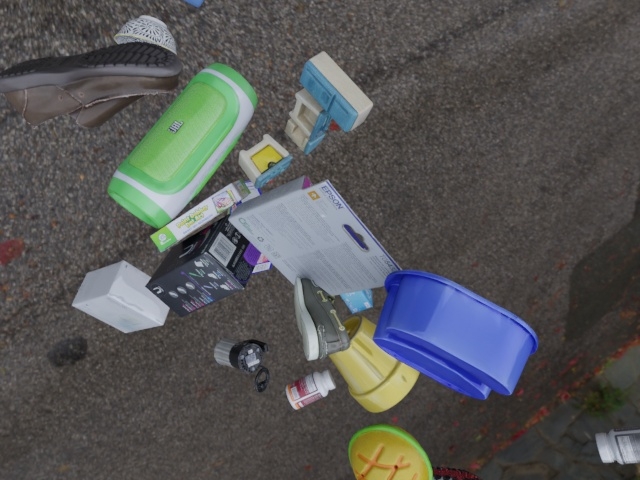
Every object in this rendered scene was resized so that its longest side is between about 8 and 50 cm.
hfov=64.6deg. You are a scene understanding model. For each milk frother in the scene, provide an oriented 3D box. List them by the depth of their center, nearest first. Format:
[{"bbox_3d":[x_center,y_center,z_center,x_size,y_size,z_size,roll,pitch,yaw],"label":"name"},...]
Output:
[{"bbox_3d":[-0.222,0.360,1.471,0.129,0.134,0.143,6,86,-41],"label":"milk frother"}]

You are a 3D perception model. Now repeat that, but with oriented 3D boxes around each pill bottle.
[{"bbox_3d":[0.717,0.472,1.168,0.137,0.078,0.078,-19,143,29],"label":"pill bottle"},{"bbox_3d":[-0.030,0.484,1.660,0.152,0.086,0.086,-25,135,3],"label":"pill bottle"}]

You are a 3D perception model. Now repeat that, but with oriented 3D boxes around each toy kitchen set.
[{"bbox_3d":[-0.036,-0.177,0.862,0.166,0.122,0.207,-39,173,-24],"label":"toy kitchen set"}]

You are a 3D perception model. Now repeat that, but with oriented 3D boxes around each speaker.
[{"bbox_3d":[-0.238,-0.170,0.899,0.297,0.131,0.131,-57,138,-16],"label":"speaker"}]

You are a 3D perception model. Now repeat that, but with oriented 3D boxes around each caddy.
[{"bbox_3d":[0.278,0.185,1.065,0.179,0.341,0.241,-61,178,-24],"label":"caddy"}]

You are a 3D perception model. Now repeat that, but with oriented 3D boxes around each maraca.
[{"bbox_3d":[0.119,0.369,0.799,0.127,0.099,0.186,-28,98,28],"label":"maraca"}]

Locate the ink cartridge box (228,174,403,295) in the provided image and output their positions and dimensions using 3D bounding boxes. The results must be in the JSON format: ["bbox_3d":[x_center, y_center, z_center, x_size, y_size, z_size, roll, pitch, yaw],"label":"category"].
[{"bbox_3d":[0.000,0.000,1.194,0.330,0.071,0.324,-17,126,39],"label":"ink cartridge box"}]

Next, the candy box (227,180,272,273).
[{"bbox_3d":[-0.303,-0.059,2.227,0.122,0.317,0.268,-11,147,-24],"label":"candy box"}]

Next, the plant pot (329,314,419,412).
[{"bbox_3d":[0.155,0.376,1.631,0.254,0.254,0.239,-43,104,7],"label":"plant pot"}]

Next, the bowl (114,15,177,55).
[{"bbox_3d":[-0.464,-0.557,1.379,0.170,0.170,0.080,15,89,-38],"label":"bowl"}]

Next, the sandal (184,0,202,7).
[{"bbox_3d":[-0.242,-0.471,0.884,0.317,0.126,0.138,-9,131,17],"label":"sandal"}]

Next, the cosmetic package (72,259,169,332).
[{"bbox_3d":[-0.664,0.197,1.717,0.224,0.138,0.224,-17,137,34],"label":"cosmetic package"}]

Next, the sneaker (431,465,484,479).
[{"bbox_3d":[0.208,0.516,0.999,0.261,0.104,0.125,12,80,-7],"label":"sneaker"}]

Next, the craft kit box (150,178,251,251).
[{"bbox_3d":[-0.311,-0.075,1.366,0.246,0.250,0.061,-30,99,2],"label":"craft kit box"}]

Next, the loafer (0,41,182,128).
[{"bbox_3d":[-0.430,-0.293,0.981,0.365,0.134,0.130,-2,128,12],"label":"loafer"}]

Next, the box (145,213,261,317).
[{"bbox_3d":[-0.312,0.071,1.361,0.270,0.165,0.143,-26,118,34],"label":"box"}]

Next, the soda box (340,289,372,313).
[{"bbox_3d":[0.076,0.109,1.454,0.067,0.071,0.210,-21,121,20],"label":"soda box"}]

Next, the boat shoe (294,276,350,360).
[{"bbox_3d":[-0.006,0.166,1.144,0.091,0.305,0.109,-5,110,-8],"label":"boat shoe"}]
